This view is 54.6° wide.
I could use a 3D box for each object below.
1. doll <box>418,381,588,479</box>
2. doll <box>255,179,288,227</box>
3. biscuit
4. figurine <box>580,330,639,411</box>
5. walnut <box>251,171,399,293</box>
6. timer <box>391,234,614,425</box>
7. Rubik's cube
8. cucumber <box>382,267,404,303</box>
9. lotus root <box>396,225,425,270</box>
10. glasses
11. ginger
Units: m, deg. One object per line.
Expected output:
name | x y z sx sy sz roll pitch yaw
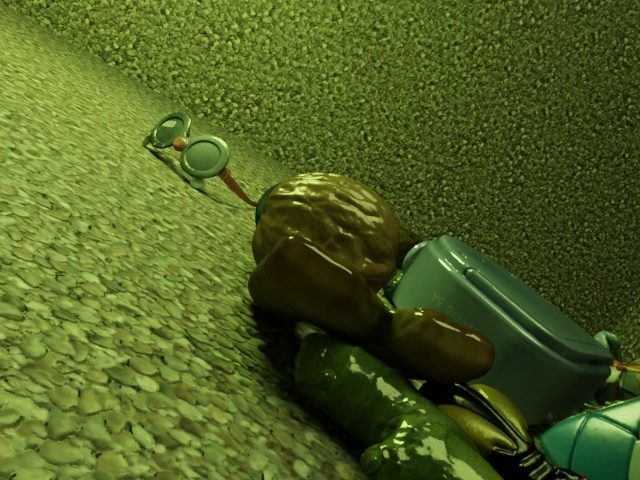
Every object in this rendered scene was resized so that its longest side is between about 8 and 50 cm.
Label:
doll | 0.192 0.226 0.635 0.127 0.088 0.248 22 17 -47
doll | 0.000 0.000 1.088 0.258 0.154 0.228 26 12 7
biscuit | 0.033 0.086 0.677 0.236 0.062 0.290 30 -15 -7
figurine | 0.722 0.352 1.240 0.388 0.248 0.276 15 -7 44
walnut | 0.012 0.004 0.887 0.213 0.213 0.213 31 9 -5
timer | 0.282 0.145 1.061 0.394 0.173 0.395 32 14 -9
Rubik's cube | 0.411 0.331 0.718 0.254 0.255 0.254 31 9 -5
cucumber | 0.176 0.113 1.261 0.069 0.069 0.227 28 12 -22
lotus root | 0.196 0.028 1.596 0.241 0.124 0.123 20 25 -49
glasses | -0.241 -0.145 1.365 0.234 0.118 0.268 35 -10 33
ginger | 0.072 0.172 0.525 0.137 0.089 0.290 12 20 -29
